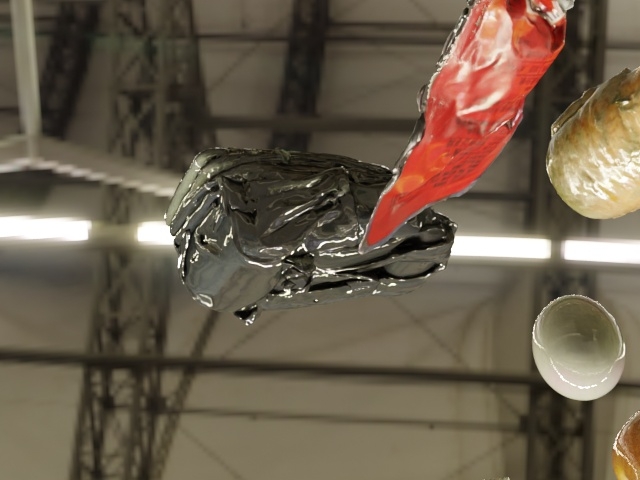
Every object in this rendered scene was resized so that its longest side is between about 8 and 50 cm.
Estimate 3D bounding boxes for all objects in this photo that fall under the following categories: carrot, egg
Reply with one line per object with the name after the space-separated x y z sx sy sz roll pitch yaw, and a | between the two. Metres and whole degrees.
0.359 -0.127 1.592 0.138 0.139 0.302 -20 171 -40 | carrot
0.295 0.122 1.777 0.103 0.103 0.135 -4 -136 -8 | egg

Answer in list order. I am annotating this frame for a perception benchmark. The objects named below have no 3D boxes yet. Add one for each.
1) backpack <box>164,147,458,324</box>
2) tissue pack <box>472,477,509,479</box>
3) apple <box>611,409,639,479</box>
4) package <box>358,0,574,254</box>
0.000 0.000 1.413 0.258 0.133 0.206 -2 157 -23 | backpack
0.189 0.329 1.960 0.108 0.056 0.023 -8 -146 12 | tissue pack
0.547 0.345 2.288 0.253 0.254 0.253 -1 -158 0 | apple
0.126 -0.114 1.199 0.071 0.269 0.194 37 -147 29 | package
